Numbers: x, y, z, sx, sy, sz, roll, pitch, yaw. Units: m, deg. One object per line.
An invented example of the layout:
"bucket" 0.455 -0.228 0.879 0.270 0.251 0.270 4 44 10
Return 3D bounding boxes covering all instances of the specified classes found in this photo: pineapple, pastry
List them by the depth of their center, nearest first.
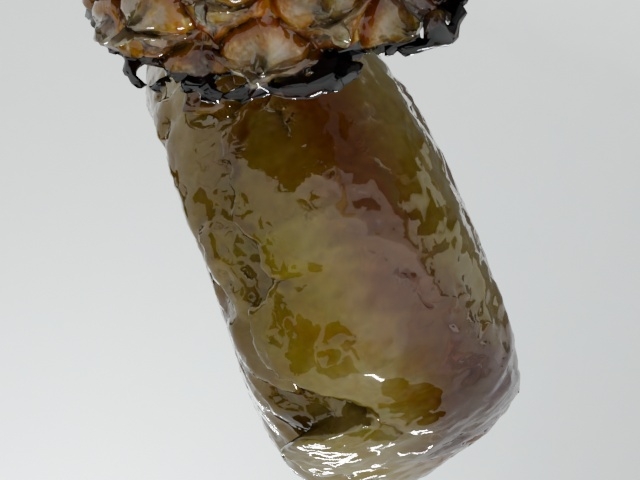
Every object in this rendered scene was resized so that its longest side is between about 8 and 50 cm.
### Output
"pineapple" -0.044 -0.243 0.893 0.262 0.262 0.272 24 152 34
"pastry" 0.000 0.000 1.222 0.356 0.164 0.356 155 90 -87
